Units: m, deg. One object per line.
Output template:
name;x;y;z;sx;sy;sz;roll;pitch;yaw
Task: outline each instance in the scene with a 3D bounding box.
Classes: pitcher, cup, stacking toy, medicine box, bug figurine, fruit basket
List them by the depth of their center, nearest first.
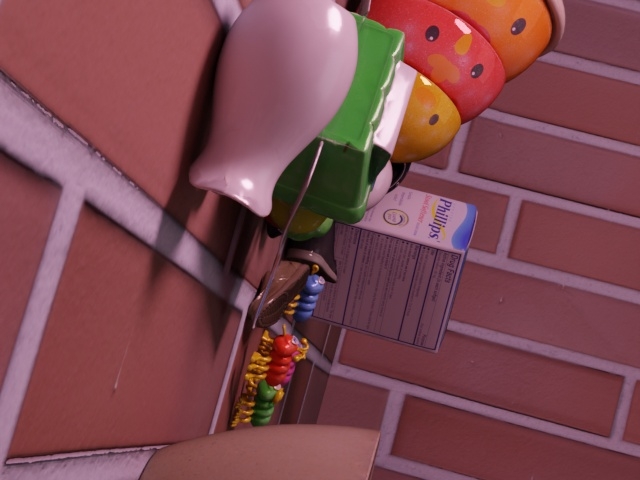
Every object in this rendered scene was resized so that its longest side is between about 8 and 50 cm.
pitcher;-0.053;-0.134;1.162;0.207;0.126;0.178;-65;-165;0
cup;-0.087;0.337;1.317;0.331;0.237;0.331;15;90;-84
fruit basket;0.002;-0.098;1.467;0.353;0.166;0.327;102;6;-57
bug figurine;-0.058;0.172;1.869;0.279;0.072;0.216;-65;177;-61
stacking toy;0.143;-0.238;1.902;0.479;0.351;0.350;-62;170;-16
medicine box;0.122;0.040;2.268;0.149;0.289;0.263;-68;171;-49

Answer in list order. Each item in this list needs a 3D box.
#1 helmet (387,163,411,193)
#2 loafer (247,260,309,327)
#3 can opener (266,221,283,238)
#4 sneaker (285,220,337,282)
helmet;0.085;-0.160;2.089;0.169;0.169;0.161;-69;159;-46
loafer;-0.069;0.077;1.776;0.148;0.050;0.056;-42;148;-50
can opener;-0.037;-0.079;1.720;0.059;0.073;0.186;54;31;-28
sneaker;0.000;0.000;2.044;0.222;0.083;0.118;72;33;-77
